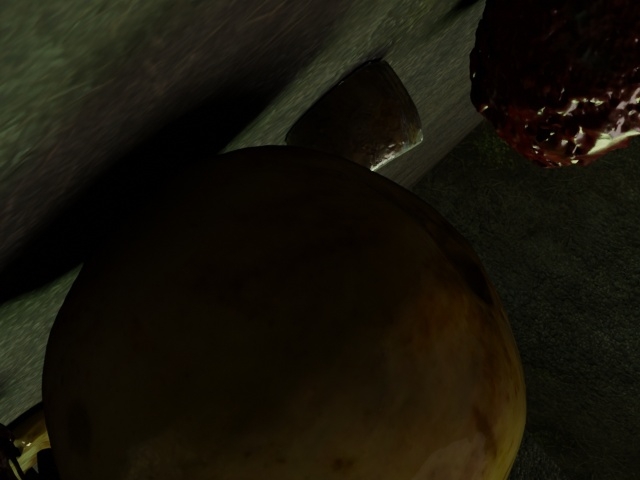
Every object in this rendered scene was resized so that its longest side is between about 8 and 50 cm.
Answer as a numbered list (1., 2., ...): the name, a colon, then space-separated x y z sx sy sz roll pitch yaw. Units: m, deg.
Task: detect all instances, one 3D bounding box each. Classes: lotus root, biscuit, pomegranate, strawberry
1. lotus root: 0.029 -0.095 1.201 0.112 0.081 0.122 -34 180 23
2. biscuit: -0.385 0.277 1.628 0.299 0.045 0.154 -44 175 32
3. pomegranate: -0.032 0.104 0.909 0.338 0.338 0.338 -41 177 -3
4. strawberry: 0.266 -0.213 1.295 0.274 0.220 0.274 -17 -142 14

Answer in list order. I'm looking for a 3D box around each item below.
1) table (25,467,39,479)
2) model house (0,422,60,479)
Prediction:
1. table: -0.384 0.434 1.950 0.317 0.249 0.317 -41 177 -3
2. model house: -0.298 0.290 1.090 0.317 0.297 0.282 -35 132 -15
